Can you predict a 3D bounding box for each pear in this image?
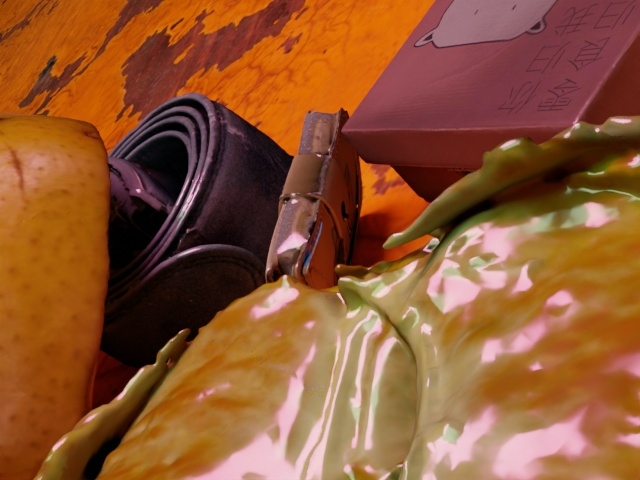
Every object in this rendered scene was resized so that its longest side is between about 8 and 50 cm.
[{"bbox_3d":[-0.282,0.057,0.761,0.340,0.191,0.386,-62,31,28],"label":"pear"}]

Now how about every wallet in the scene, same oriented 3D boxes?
[{"bbox_3d":[0.000,0.000,0.688,0.039,0.110,0.155,3,45,9],"label":"wallet"}]

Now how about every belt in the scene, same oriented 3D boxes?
[{"bbox_3d":[-0.113,-0.008,0.829,0.267,0.116,0.206,10,68,61],"label":"belt"}]

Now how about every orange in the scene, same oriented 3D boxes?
[{"bbox_3d":[0.046,0.105,0.367,0.334,0.196,0.262,-34,44,31],"label":"orange"}]

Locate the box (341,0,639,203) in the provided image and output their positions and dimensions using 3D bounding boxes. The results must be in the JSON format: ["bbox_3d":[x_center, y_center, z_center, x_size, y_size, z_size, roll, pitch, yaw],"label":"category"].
[{"bbox_3d":[0.150,-0.116,0.640,0.215,0.086,0.215,-55,28,-16],"label":"box"}]
